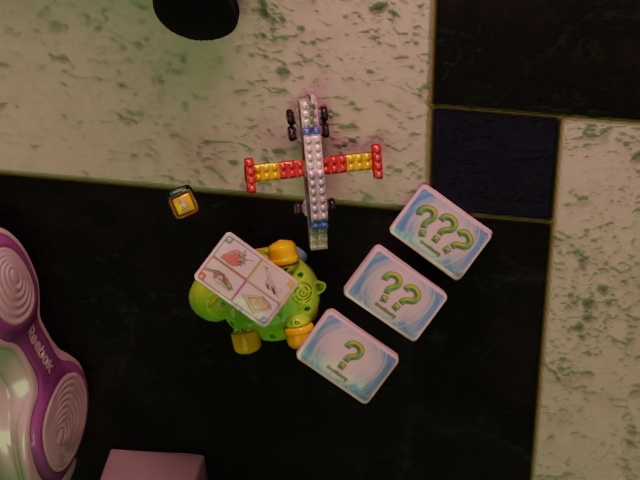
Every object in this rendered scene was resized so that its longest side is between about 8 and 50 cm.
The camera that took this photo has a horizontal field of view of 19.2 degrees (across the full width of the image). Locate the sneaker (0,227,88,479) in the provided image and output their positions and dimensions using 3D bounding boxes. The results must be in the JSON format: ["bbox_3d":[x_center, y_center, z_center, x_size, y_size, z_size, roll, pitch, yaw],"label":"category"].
[{"bbox_3d":[-0.304,0.112,1.709,0.152,0.114,0.305,3,124,27],"label":"sneaker"}]

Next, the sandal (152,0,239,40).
[{"bbox_3d":[-0.103,-0.212,1.432,0.067,0.040,0.179,0,150,14],"label":"sandal"}]

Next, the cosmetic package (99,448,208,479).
[{"bbox_3d":[-0.169,0.316,1.737,0.107,0.238,0.127,4,130,12],"label":"cosmetic package"}]

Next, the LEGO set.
[{"bbox_3d":[0.000,0.000,1.535,0.244,0.060,0.182,36,94,-14],"label":"LEGO set"}]

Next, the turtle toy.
[{"bbox_3d":[-0.055,0.045,1.616,0.130,0.066,0.095,-7,102,19],"label":"turtle toy"}]
